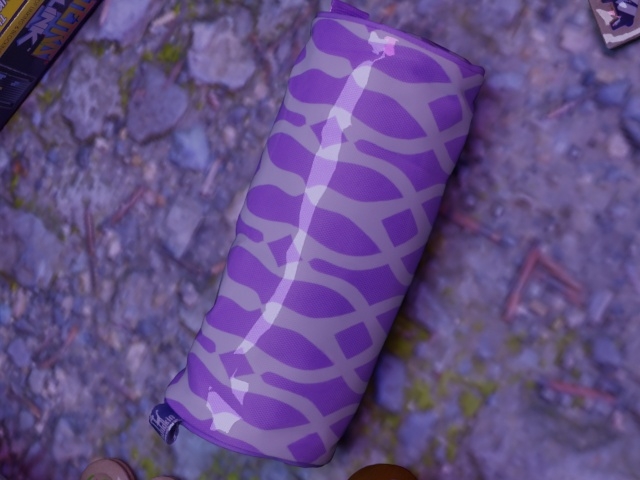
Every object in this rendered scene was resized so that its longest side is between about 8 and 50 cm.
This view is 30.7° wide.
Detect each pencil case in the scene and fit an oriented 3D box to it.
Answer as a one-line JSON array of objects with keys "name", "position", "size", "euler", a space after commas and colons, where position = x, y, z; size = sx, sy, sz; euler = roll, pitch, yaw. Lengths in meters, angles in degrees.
[{"name": "pencil case", "position": [0.000, 0.000, 0.518], "size": [0.088, 0.086, 0.206], "euler": [33, 101, 59]}]

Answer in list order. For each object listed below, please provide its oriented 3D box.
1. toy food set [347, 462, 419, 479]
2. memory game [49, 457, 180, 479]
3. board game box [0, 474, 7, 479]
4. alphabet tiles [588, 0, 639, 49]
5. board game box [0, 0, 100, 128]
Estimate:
[{"name": "toy food set", "position": [0.055, 0.207, 0.463], "size": [0.111, 0.104, 0.232], "euler": [-36, 83, 8]}, {"name": "memory game", "position": [-0.107, 0.204, 0.593], "size": [0.186, 0.012, 0.186], "euler": [-5, 81, 31]}, {"name": "board game box", "position": [-0.259, 0.281, 0.643], "size": [0.390, 0.050, 0.389], "euler": [26, 98, 35]}, {"name": "alphabet tiles", "position": [0.192, -0.152, 0.460], "size": [0.198, 0.009, 0.237], "euler": [-24, 71, 27]}, {"name": "board game box", "position": [-0.199, -0.158, 0.681], "size": [0.170, 0.048, 0.141], "euler": [-46, 64, 18]}]
